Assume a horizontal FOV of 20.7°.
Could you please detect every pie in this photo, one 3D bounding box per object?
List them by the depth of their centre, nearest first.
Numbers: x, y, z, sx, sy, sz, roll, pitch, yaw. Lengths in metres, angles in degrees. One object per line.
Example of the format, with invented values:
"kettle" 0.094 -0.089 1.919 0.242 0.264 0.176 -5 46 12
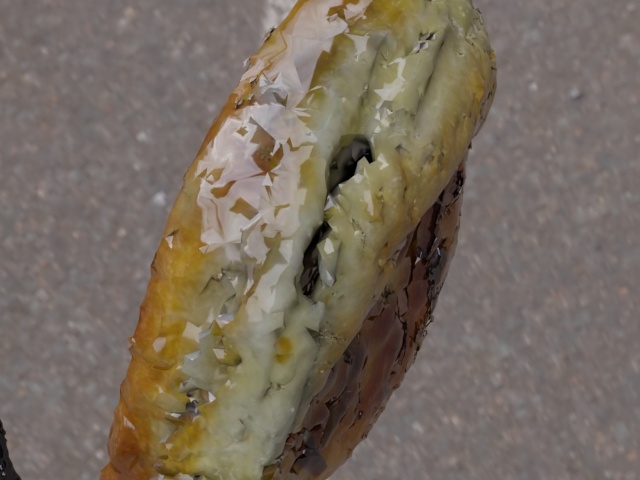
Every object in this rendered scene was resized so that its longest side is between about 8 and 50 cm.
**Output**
"pie" 0.003 0.005 0.733 0.085 0.308 0.308 25 67 10

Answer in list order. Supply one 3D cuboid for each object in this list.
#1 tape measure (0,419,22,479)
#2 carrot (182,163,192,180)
"tape measure" -0.320 0.061 1.343 0.215 0.351 0.098 25 50 37
"carrot" -0.025 -0.107 1.579 0.229 0.069 0.069 -37 47 17
